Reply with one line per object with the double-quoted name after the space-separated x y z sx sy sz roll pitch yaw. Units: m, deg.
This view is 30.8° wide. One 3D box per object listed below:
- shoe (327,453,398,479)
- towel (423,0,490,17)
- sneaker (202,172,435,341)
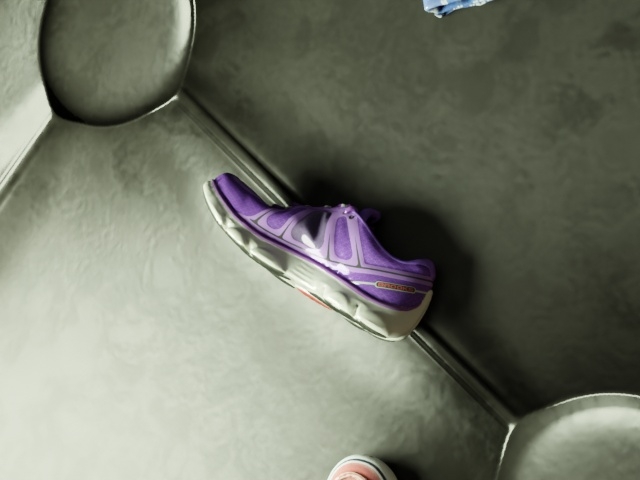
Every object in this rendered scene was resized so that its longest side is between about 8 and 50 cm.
0.004 0.219 0.697 0.064 0.081 0.177 9 88 28 "shoe"
0.193 -0.292 0.689 0.336 0.040 0.243 -15 76 25 "towel"
0.000 0.000 0.749 0.170 0.068 0.071 31 83 19 "sneaker"
